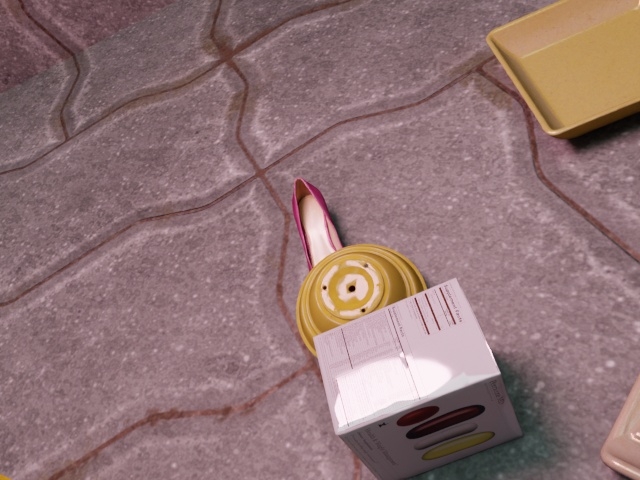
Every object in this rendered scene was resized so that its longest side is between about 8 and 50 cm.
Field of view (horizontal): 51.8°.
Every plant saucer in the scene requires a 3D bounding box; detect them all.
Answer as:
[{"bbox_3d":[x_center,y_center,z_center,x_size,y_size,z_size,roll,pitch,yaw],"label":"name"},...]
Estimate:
[{"bbox_3d":[0.508,-0.323,1.175,0.333,0.081,0.333,-22,46,10],"label":"plant saucer"}]

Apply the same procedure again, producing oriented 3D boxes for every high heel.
[{"bbox_3d":[0.000,0.000,1.140,0.082,0.117,0.244,-19,47,12],"label":"high heel"}]

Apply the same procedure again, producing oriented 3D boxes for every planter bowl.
[{"bbox_3d":[0.056,0.088,1.018,0.217,0.090,0.217,-5,65,11],"label":"planter bowl"}]

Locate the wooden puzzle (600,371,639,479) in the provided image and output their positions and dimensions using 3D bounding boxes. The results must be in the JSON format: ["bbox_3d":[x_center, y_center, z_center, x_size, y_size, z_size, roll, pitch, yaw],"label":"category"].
[{"bbox_3d":[0.537,0.172,0.735,0.322,0.080,0.348,21,62,39],"label":"wooden puzzle"}]

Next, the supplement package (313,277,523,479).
[{"bbox_3d":[0.129,0.191,0.860,0.203,0.194,0.149,-24,47,8],"label":"supplement package"}]

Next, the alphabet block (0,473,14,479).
[{"bbox_3d":[-0.514,0.480,0.957,0.197,0.192,0.193,-29,47,4],"label":"alphabet block"}]
